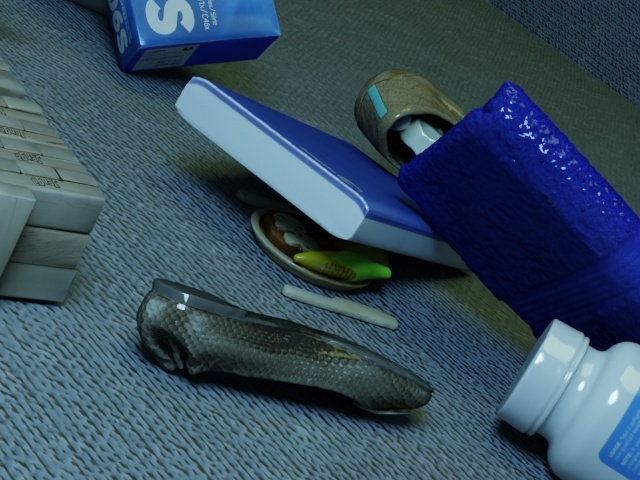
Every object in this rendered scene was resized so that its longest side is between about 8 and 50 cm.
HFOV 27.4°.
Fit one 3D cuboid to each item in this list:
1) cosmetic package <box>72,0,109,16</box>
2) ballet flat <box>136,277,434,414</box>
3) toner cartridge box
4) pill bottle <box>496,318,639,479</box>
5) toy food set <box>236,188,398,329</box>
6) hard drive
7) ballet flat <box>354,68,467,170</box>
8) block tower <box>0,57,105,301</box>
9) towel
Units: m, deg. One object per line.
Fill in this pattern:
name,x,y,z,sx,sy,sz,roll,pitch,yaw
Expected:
cosmetic package,-0.285,-0.369,1.473,0.309,0.160,0.113,21,-15,-20
ballet flat,-0.023,0.088,0.936,0.249,0.058,0.084,21,-1,-35
toner cartridge box,-0.166,-0.364,1.413,0.165,0.075,0.348,-10,81,-28
pill bottle,0.255,0.156,1.020,0.221,0.124,0.124,32,21,7
toy food set,0.000,0.000,1.179,0.132,0.039,0.192,17,23,-28
hard drive,0.022,-0.055,1.242,0.210,0.040,0.318,38,10,23
ballet flat,0.177,-0.051,1.376,0.342,0.116,0.124,39,19,-21
block tower,-0.266,-0.080,0.951,0.097,0.091,0.335,9,28,-40
towel,0.217,0.011,1.113,0.308,0.076,0.227,47,-22,-3
